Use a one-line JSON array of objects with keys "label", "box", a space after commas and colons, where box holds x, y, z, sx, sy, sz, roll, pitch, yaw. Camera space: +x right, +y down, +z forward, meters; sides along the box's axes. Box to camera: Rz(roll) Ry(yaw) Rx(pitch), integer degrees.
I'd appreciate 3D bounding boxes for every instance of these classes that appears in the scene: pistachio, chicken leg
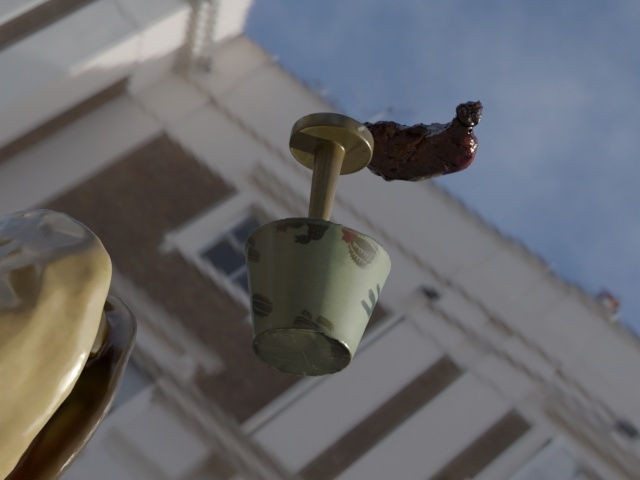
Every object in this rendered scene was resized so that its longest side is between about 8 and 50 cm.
[{"label": "pistachio", "box": [-0.246, 0.106, 1.119, 0.187, 0.299, 0.187, 45, -15, 15]}, {"label": "chicken leg", "box": [0.099, -0.089, 1.732, 0.093, 0.053, 0.205, 30, -28, -31]}]

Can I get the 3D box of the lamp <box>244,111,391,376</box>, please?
[{"label": "lamp", "box": [0.000, 0.000, 1.544, 0.121, 0.215, 0.121, 7, -33, 5]}]
